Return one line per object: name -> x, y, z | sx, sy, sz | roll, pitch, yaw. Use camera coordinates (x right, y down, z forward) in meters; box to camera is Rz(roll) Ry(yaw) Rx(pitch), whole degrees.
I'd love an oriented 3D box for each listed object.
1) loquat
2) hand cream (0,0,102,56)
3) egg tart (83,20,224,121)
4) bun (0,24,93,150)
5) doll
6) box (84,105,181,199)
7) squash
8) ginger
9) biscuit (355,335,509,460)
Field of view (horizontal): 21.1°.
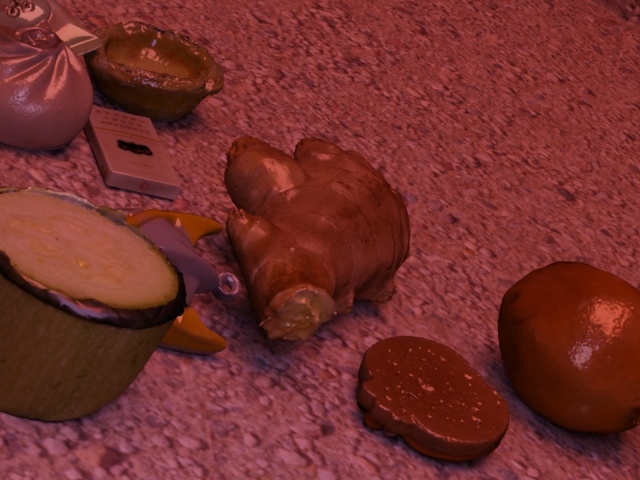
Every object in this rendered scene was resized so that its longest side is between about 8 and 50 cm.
loquat -> 0.296, 0.117, 1.939 | 0.187, 0.176, 0.234 | 26, 21, -42
hand cream -> -0.414, -0.304, 2.193 | 0.147, 0.093, 0.306 | -25, 53, -25
egg tart -> -0.223, -0.216, 2.207 | 0.197, 0.078, 0.197 | 19, 25, -9
bun -> -0.342, -0.189, 1.991 | 0.173, 0.120, 0.173 | 22, 27, -12
doll -> -0.226, 0.018, 1.714 | 0.316, 0.103, 0.145 | 9, 33, -21
box -> -0.228, -0.107, 2.048 | 0.090, 0.024, 0.167 | 12, 28, -27
squash -> -0.238, 0.047, 1.572 | 0.220, 0.133, 0.220 | 20, 31, -13
ginger -> -0.010, -0.023, 1.884 | 0.375, 0.166, 0.236 | -15, 83, -79
biscuit -> 0.107, 0.172, 1.790 | 0.170, 0.050, 0.170 | 16, 33, -11
